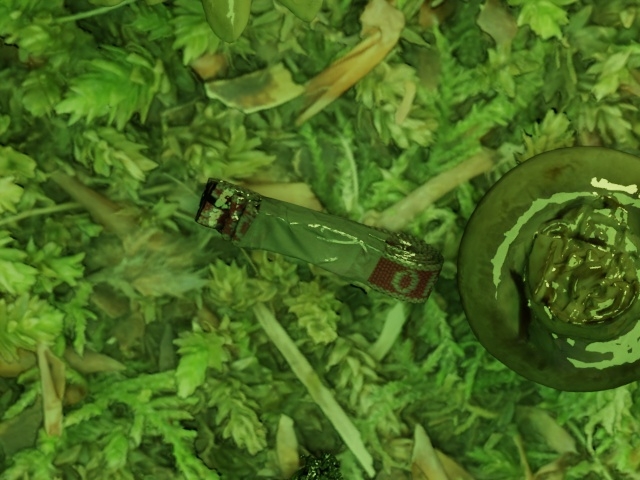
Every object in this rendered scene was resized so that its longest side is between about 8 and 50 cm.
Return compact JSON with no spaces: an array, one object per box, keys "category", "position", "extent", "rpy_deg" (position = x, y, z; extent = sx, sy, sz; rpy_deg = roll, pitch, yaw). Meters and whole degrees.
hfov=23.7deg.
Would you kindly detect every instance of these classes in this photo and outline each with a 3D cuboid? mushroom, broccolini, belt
[{"category":"mushroom","position":[0.237,0.028,1.360],"extent":[0.226,0.178,0.226],"rpy_deg":[-2,100,-9]},{"category":"broccolini","position":[-0.078,0.267,1.483],"extent":[0.216,0.058,0.067],"rpy_deg":[-20,108,5]},{"category":"belt","position":[0.000,0.000,1.402],"extent":[0.232,0.071,0.053],"rpy_deg":[18,112,-6]}]

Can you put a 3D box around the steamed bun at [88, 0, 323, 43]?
[{"category":"steamed bun","position":[-0.104,-0.305,1.262],"extent":[0.428,0.189,0.247],"rpy_deg":[1,113,-2]}]
